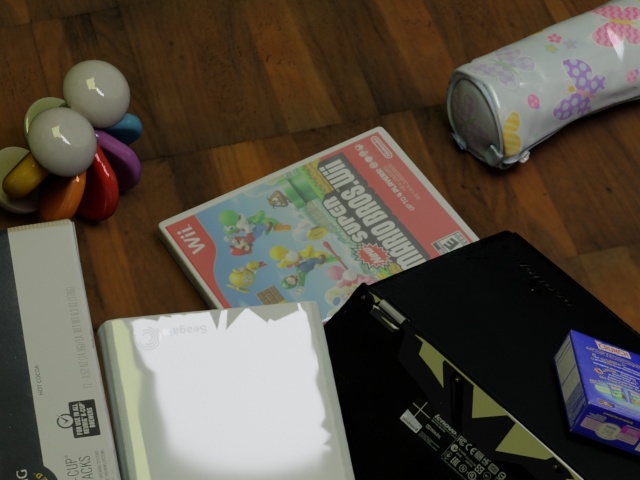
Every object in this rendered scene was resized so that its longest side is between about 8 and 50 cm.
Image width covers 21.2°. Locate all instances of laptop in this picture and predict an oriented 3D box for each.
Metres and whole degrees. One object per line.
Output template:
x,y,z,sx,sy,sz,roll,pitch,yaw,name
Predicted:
0.164,0.225,1.617,0.382,0.236,0.408,41,89,22,laptop

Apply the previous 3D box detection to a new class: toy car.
-0.255,-0.091,1.819,0.136,0.159,0.182,40,52,-15,toy car

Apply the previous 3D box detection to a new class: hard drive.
-0.070,0.210,1.488,0.203,0.040,0.307,-5,71,-21,hard drive

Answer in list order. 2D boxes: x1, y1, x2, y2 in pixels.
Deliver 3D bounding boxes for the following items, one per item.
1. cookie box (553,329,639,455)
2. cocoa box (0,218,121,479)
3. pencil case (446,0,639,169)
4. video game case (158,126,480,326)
0.267,0.141,1.565,0.092,0.040,0.107,20,31,-15,cookie box
-0.299,0.192,1.509,0.228,0.231,0.347,-9,52,-10,cocoa box
0.275,-0.181,1.916,0.273,0.113,0.124,-26,66,-21,pencil case
0.000,0.000,1.813,0.285,0.025,0.204,-25,56,-20,video game case
